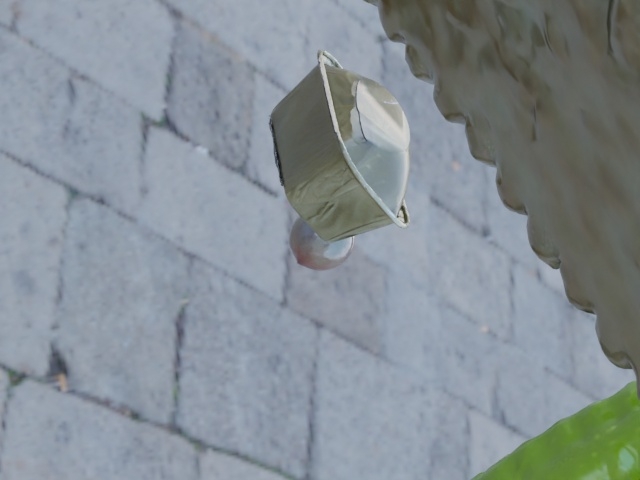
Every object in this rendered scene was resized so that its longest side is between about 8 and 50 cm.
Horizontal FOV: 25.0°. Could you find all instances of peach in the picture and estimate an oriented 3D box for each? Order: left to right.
[{"bbox_3d":[0.001,-0.001,1.793,0.083,0.083,0.083,25,59,-51],"label":"peach"}]

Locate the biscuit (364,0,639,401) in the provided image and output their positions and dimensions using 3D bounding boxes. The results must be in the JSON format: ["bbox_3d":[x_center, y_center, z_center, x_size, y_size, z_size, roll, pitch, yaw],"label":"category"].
[{"bbox_3d":[0.056,-0.109,0.369,0.217,0.044,0.325,91,-25,-49],"label":"biscuit"}]

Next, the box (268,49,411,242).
[{"bbox_3d":[0.022,-0.076,1.166,0.111,0.111,0.177,49,19,-37],"label":"box"}]

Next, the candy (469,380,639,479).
[{"bbox_3d":[0.136,0.107,0.601,0.097,0.209,0.097,49,16,-19],"label":"candy"}]
